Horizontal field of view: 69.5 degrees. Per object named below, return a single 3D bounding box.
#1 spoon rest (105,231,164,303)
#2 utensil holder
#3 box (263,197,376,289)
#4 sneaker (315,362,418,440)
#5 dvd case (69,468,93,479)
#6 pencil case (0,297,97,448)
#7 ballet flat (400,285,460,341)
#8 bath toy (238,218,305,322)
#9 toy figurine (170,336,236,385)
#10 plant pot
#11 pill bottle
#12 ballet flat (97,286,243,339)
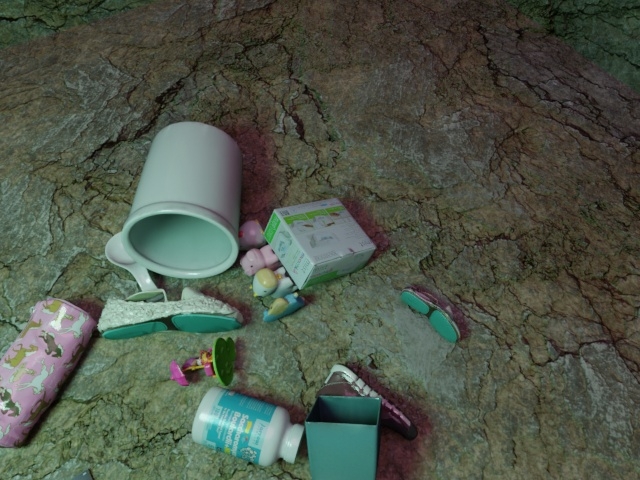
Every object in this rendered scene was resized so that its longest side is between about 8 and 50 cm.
[{"bbox_3d":[-0.579,0.069,1.448,0.137,0.084,0.276,-30,64,-19],"label":"spoon rest"},{"bbox_3d":[-0.401,-0.129,1.431,0.328,0.327,0.385,0,53,-2],"label":"utensil holder"},{"bbox_3d":[0.000,0.000,1.434,0.262,0.126,0.231,-15,58,-39],"label":"box"},{"bbox_3d":[0.104,0.471,1.223,0.281,0.106,0.162,34,70,27],"label":"sneaker"},{"bbox_3d":[-0.591,0.693,1.094,0.165,0.018,0.221,-30,64,-19],"label":"dvd case"},{"bbox_3d":[-0.769,0.347,1.223,0.167,0.160,0.386,12,59,15],"label":"pencil case"},{"bbox_3d":[0.346,0.211,1.405,0.221,0.076,0.079,40,45,21],"label":"ballet flat"},{"bbox_3d":[-0.183,0.083,1.430,0.129,0.151,0.348,-34,58,4],"label":"bath toy"},{"bbox_3d":[-0.332,0.339,1.276,0.159,0.173,0.130,-14,102,8],"label":"toy figurine"},{"bbox_3d":[0.065,0.517,1.104,0.166,0.165,0.234,-2,92,11],"label":"plant pot"},{"bbox_3d":[-0.177,0.476,1.169,0.264,0.146,0.146,15,59,7],"label":"pill bottle"},{"bbox_3d":[-0.433,0.198,1.335,0.409,0.147,0.146,-4,58,-5],"label":"ballet flat"}]
